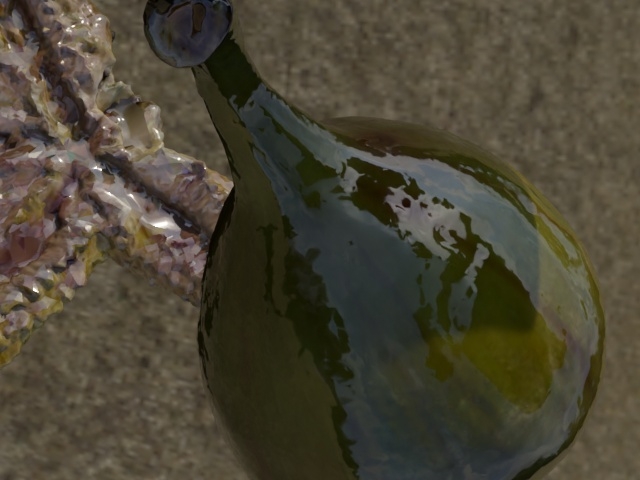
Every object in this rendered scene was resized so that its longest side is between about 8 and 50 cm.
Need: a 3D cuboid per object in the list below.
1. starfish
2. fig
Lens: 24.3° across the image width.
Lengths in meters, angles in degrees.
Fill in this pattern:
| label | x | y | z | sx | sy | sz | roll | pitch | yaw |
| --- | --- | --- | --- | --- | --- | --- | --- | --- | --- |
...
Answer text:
| label | x | y | z | sx | sy | sz | roll | pitch | yaw |
| --- | --- | --- | --- | --- | --- | --- | --- | --- | --- |
| starfish | -0.173 | -0.037 | 0.828 | 0.384 | 0.132 | 0.398 | -33 | 97 | -13 |
| fig | 0.000 | 0.000 | 0.403 | 0.124 | 0.124 | 0.236 | -65 | 146 | -20 |
